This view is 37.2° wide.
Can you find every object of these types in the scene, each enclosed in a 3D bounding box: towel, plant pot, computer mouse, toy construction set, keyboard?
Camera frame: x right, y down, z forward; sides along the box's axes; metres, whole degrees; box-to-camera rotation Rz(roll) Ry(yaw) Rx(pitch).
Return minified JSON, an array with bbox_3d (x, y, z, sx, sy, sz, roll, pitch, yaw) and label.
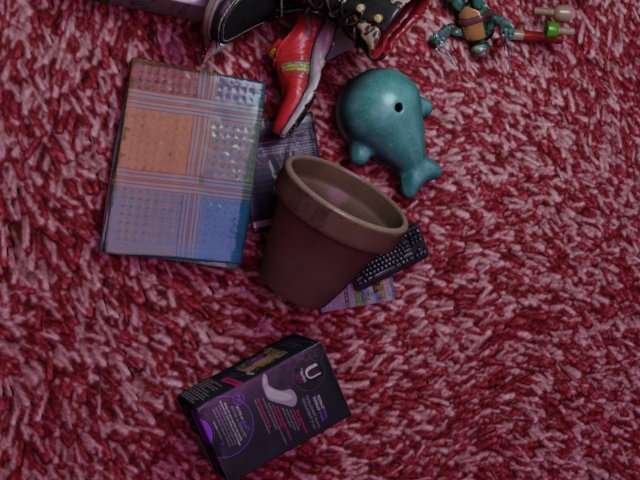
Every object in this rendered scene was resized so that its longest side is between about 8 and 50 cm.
[{"bbox_3d":[-0.255,-0.141,1.796,0.272,0.040,0.370,9,86,-16],"label":"towel"},{"bbox_3d":[0.000,0.000,1.793,0.263,0.263,0.229,23,110,-19],"label":"plant pot"},{"bbox_3d":[0.064,-0.425,1.922,0.193,0.042,0.106,-39,104,-17],"label":"computer mouse"},{"bbox_3d":[0.424,-0.571,1.999,0.237,0.257,0.308,3,112,-3],"label":"toy construction set"},{"bbox_3d":[0.132,0.021,1.945,0.180,0.023,0.108,-25,98,-20],"label":"keyboard"}]

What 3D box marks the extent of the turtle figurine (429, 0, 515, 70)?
[{"bbox_3d":[0.312,-0.456,1.983,0.175,0.118,0.234,-14,112,21],"label":"turtle figurine"}]

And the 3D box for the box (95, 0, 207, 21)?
[{"bbox_3d":[-0.297,-0.559,1.739,0.231,0.127,0.261,6,88,-21],"label":"box"}]

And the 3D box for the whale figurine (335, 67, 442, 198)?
[{"bbox_3d":[0.153,-0.217,1.904,0.216,0.141,0.272,-36,103,-17],"label":"whale figurine"}]

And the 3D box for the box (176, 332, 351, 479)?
[{"bbox_3d":[-0.107,0.312,1.805,0.270,0.143,0.165,-26,101,-19],"label":"box"}]

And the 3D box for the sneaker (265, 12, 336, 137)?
[{"bbox_3d":[-0.054,-0.334,1.844,0.118,0.107,0.279,18,83,-3],"label":"sneaker"}]

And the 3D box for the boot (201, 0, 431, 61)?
[{"bbox_3d":[-0.002,-0.430,1.736,0.284,0.138,0.377,38,60,15],"label":"boot"}]

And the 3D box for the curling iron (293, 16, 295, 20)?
[{"bbox_3d":[-0.045,-0.557,1.884,0.068,0.035,0.274,-15,97,-19],"label":"curling iron"}]

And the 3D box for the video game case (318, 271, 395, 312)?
[{"bbox_3d":[0.068,0.076,1.941,0.166,0.015,0.119,-8,93,-20],"label":"video game case"}]

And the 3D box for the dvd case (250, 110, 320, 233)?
[{"bbox_3d":[-0.075,-0.136,1.884,0.165,0.018,0.221,-11,93,-22],"label":"dvd case"}]

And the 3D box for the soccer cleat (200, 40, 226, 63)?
[{"bbox_3d":[-0.200,-0.372,1.830,0.036,0.029,0.083,30,75,-14],"label":"soccer cleat"}]
